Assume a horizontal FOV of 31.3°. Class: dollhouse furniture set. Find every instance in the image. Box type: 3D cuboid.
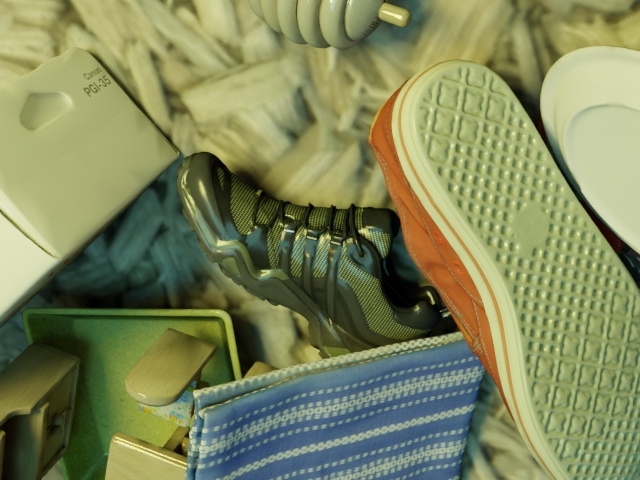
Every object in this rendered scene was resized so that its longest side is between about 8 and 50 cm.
[{"bbox_3d":[-0.155,0.193,0.869,0.242,0.161,0.212,18,118,10],"label":"dollhouse furniture set"}]

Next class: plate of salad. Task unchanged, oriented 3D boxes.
[{"bbox_3d":[0.217,-0.042,0.687,0.200,0.048,0.200,42,163,16],"label":"plate of salad"}]

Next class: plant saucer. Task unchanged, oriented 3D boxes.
[{"bbox_3d":[-0.139,0.132,0.955,0.188,0.045,0.188,0,113,19],"label":"plant saucer"}]

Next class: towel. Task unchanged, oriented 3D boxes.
[{"bbox_3d":[0.005,0.229,0.862,0.040,0.243,0.336,46,137,47],"label":"towel"}]

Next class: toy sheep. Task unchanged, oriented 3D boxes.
[{"bbox_3d":[0.002,-0.169,0.749,0.132,0.091,0.091,27,121,27],"label":"toy sheep"}]

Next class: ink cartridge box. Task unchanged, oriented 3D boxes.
[{"bbox_3d":[-0.264,0.009,0.848,0.283,0.207,0.117,-39,98,29],"label":"ink cartridge box"}]

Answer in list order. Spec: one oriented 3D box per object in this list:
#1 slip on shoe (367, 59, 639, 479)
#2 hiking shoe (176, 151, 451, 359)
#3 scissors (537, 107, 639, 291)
[{"bbox_3d":[0.135,0.031,0.783,0.331,0.123,0.101,60,161,-13],"label":"slip on shoe"},{"bbox_3d":[0.000,0.000,0.838,0.227,0.086,0.114,42,109,-12],"label":"hiking shoe"},{"bbox_3d":[0.208,0.019,0.804,0.109,0.021,0.297,2,115,16],"label":"scissors"}]
